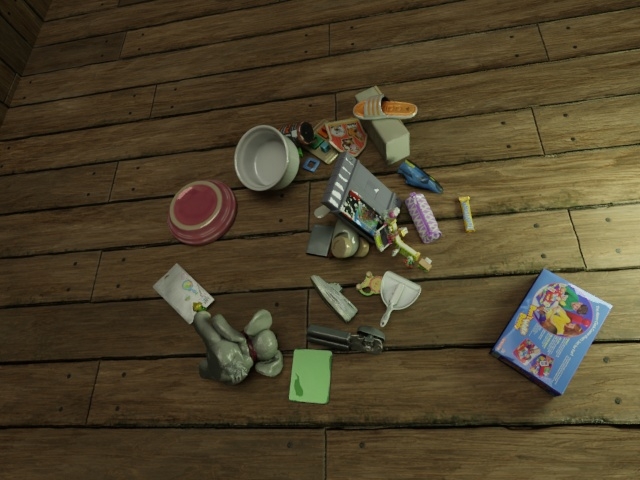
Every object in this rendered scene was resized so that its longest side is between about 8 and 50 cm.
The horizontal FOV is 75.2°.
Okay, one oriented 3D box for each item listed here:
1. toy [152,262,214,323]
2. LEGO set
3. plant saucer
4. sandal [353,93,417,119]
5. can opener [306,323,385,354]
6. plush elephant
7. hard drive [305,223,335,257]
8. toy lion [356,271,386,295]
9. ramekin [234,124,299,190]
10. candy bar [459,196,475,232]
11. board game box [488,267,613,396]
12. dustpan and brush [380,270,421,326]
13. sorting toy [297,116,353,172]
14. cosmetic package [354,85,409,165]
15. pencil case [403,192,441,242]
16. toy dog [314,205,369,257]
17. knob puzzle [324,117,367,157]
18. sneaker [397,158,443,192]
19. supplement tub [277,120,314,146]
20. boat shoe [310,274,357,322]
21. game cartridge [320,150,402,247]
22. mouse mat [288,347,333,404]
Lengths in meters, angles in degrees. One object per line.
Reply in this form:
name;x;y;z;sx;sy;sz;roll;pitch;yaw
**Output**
toy;-0.561;0.223;1.719;0.237;0.056;0.137;38;74;19
LEGO set;0.292;0.023;1.568;0.107;0.132;0.287;-37;98;-33
plant saucer;-0.544;-0.141;1.868;0.331;0.084;0.333;-5;65;11
sandal;0.265;-0.561;1.717;0.264;0.076;0.102;3;65;12
can opener;0.094;0.350;1.525;0.282;0.076;0.095;9;36;16
plush elephant;-0.275;0.380;1.495;0.329;0.255;0.272;10;109;50
hard drive;0.000;0.000;1.720;0.094;0.022;0.135;9;68;16
toy lion;0.200;0.174;1.595;0.096;0.034;0.100;38;78;17
ramekin;-0.226;-0.349;1.816;0.276;0.135;0.278;0;90;27
candy bar;0.580;-0.101;1.646;0.040;0.018;0.162;-5;64;10
board game box;0.763;0.300;1.387;0.233;0.078;0.347;34;76;23
dustpan and brush;0.268;0.225;1.531;0.147;0.060;0.211;26;77;12
sorting toy;0.026;-0.467;1.916;0.196;0.047;0.348;40;79;25
cosmetic package;0.269;-0.504;1.820;0.113;0.160;0.310;-26;64;-1
pencil case;0.404;-0.092;1.640;0.086;0.088;0.206;-21;64;4
toy dog;0.073;-0.060;1.660;0.160;0.220;0.334;-23;49;37
knob puzzle;0.128;-0.463;1.868;0.212;0.030;0.214;4;69;-11
sneaker;0.414;-0.250;1.733;0.209;0.069;0.082;41;112;16
supplement tub;-0.133;-0.474;1.898;0.197;0.106;0.106;-3;62;39
boat shoe;0.052;0.208;1.589;0.081;0.079;0.227;-36;68;-16
game cartridge;0.168;-0.145;1.588;0.068;0.355;0.231;-9;55;47
mouse mat;-0.035;0.490;1.510;0.152;0.007;0.190;0;67;12
